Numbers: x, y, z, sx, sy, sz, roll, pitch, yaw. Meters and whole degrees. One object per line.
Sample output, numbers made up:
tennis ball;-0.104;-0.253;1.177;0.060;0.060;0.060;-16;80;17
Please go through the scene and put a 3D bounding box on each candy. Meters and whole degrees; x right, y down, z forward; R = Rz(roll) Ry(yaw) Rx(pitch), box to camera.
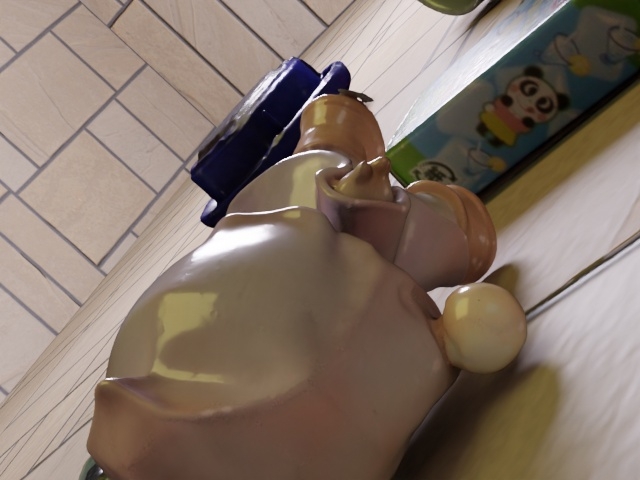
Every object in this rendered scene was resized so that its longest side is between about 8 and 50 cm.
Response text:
candy;0.128;-0.101;0.815;0.194;0.062;0.097;-39;11;37

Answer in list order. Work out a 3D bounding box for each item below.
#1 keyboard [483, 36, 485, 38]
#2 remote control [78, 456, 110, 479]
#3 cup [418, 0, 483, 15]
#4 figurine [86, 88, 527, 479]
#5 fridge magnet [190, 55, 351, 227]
keyboard;0.130;-0.126;1.067;0.087;0.017;0.250;-41;11;32
remote control;-0.130;0.174;0.909;0.123;0.038;0.285;-45;9;11
cup;0.166;-0.373;1.489;0.234;0.186;0.258;-42;3;-19
figurine;-0.004;0.034;0.605;0.200;0.133;0.276;-21;23;33
fridge magnet;-0.065;-0.125;1.700;0.265;0.113;0.265;-48;8;9
